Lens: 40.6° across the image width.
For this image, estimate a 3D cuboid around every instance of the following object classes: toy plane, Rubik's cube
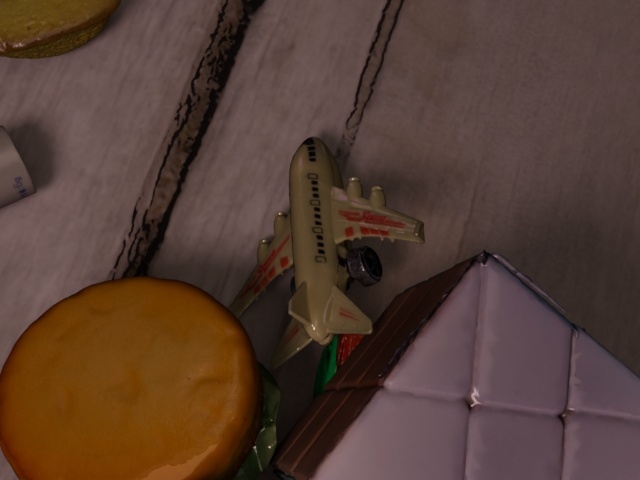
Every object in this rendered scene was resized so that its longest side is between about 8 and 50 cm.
[{"bbox_3d":[0.000,0.000,0.870,0.104,0.242,0.256,43,36,-33],"label":"toy plane"},{"bbox_3d":[0.119,0.174,0.711,0.231,0.224,0.221,40,74,-1],"label":"Rubik's cube"}]

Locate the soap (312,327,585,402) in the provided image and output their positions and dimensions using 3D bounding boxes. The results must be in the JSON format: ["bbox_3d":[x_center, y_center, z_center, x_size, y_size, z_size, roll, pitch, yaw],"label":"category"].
[{"bbox_3d":[0.127,0.179,0.880,0.273,0.098,0.217,10,77,-10],"label":"soap"}]

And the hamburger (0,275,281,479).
[{"bbox_3d":[-0.158,0.162,0.775,0.246,0.170,0.246,0,55,0],"label":"hamburger"}]

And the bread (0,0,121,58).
[{"bbox_3d":[-0.310,-0.254,0.915,0.188,0.065,0.149,-23,72,-13],"label":"bread"}]

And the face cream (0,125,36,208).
[{"bbox_3d":[-0.406,-0.027,0.827,0.250,0.077,0.077,-27,84,-18],"label":"face cream"}]
